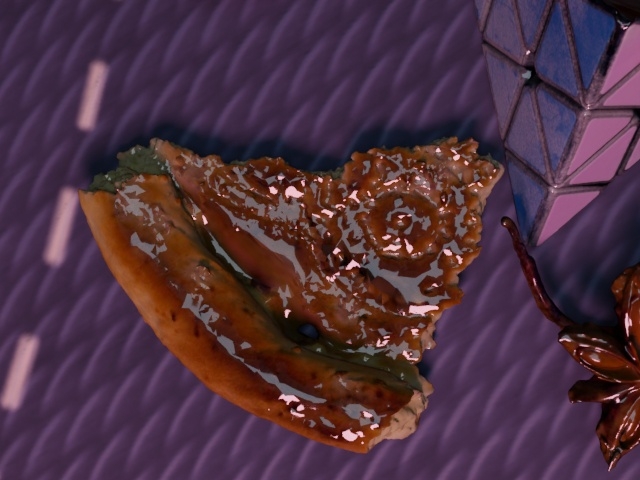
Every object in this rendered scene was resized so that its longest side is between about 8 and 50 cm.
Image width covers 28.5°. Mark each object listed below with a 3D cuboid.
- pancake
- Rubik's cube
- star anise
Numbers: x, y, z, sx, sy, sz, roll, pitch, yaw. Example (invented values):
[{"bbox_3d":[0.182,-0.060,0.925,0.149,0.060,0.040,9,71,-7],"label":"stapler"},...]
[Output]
[{"bbox_3d":[0.000,0.000,0.808,0.244,0.057,0.266,-38,84,3],"label":"pancake"},{"bbox_3d":[0.150,-0.072,0.762,0.211,0.190,0.178,19,107,11],"label":"Rubik's cube"},{"bbox_3d":[0.176,0.057,0.778,0.097,0.070,0.191,-36,105,6],"label":"star anise"}]
